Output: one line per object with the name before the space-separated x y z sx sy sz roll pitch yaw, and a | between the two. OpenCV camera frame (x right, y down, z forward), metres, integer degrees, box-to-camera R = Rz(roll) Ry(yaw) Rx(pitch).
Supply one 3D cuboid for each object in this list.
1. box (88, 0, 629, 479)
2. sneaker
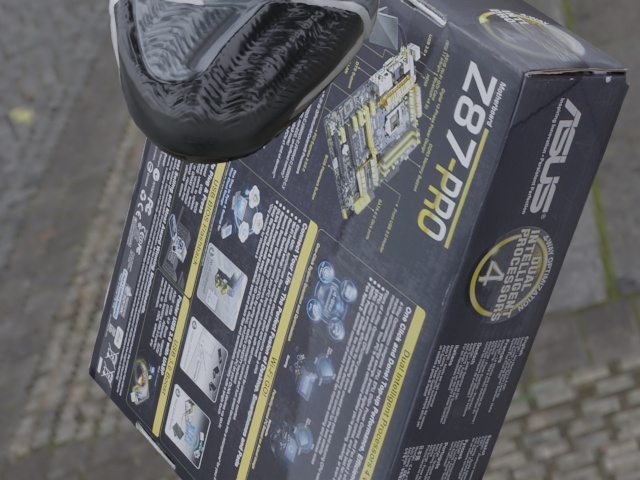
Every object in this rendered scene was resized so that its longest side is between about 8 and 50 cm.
box | 0.000 0.000 1.209 0.097 0.395 0.318 -3 31 -37
sneaker | -0.023 -0.070 0.693 0.086 0.132 0.228 10 41 2
